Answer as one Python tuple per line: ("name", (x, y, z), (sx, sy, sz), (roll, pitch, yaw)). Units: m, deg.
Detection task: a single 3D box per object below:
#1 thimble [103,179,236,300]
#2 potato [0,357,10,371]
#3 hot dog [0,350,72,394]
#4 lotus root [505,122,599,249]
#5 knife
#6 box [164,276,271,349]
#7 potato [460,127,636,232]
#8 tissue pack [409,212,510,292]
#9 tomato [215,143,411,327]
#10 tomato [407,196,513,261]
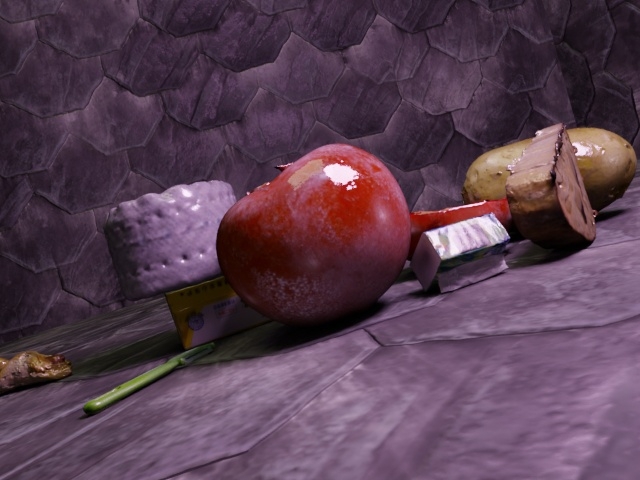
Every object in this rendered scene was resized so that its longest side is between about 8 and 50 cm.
("thimble", (-0.232, -0.004, 0.887), (0.217, 0.157, 0.246), (-14, 3, 33))
("potato", (-0.778, 0.301, 1.250), (0.092, 0.046, 0.045), (-5, -29, 23))
("hot dog", (-0.518, 0.227, 0.929), (0.169, 0.061, 0.078), (-16, 0, 5))
("lotus root", (0.354, -0.073, 0.787), (0.075, 0.170, 0.261), (-23, 7, 38))
("knife", (-0.220, 0.174, 0.677), (0.054, 0.015, 0.212), (-16, 2, 27))
("box", (-0.195, 0.114, 0.971), (0.169, 0.097, 0.265), (-17, 2, -19))
("potato", (0.428, -0.110, 1.002), (0.308, 0.173, 0.210), (-16, -29, 31))
("tissue pack", (0.196, 0.024, 0.723), (0.111, 0.079, 0.085), (-15, -34, -16))
("tomato", (0.000, 0.000, 0.727), (0.270, 0.227, 0.270), (-36, 1, 0))
("tomato", (0.230, -0.004, 0.919), (0.228, 0.101, 0.228), (-10, -3, -1))
